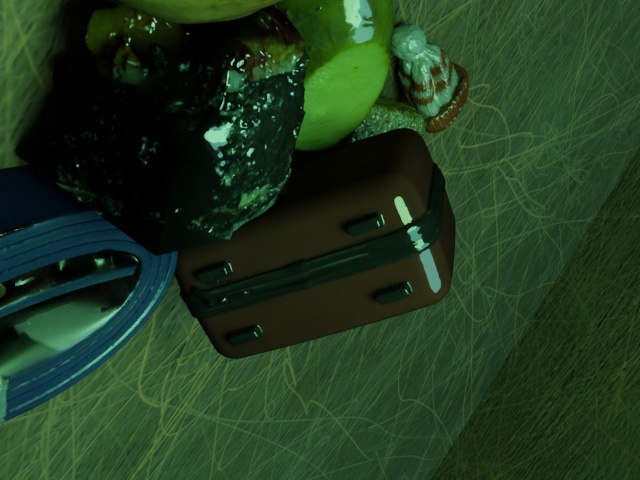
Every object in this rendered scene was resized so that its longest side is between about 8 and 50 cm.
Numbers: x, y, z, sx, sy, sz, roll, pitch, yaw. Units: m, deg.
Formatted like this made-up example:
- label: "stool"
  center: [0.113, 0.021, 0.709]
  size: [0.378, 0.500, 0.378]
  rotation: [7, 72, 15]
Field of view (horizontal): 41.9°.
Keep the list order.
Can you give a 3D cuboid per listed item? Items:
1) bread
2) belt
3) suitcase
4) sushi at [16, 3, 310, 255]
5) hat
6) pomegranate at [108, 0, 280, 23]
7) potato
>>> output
- label: "bread"
  center: [0.036, -0.091, 1.158]
  size: [0.184, 0.110, 0.234]
  rotation: [0, 116, -53]
- label: "belt"
  center: [-0.301, 0.052, 0.783]
  size: [0.347, 0.117, 0.212]
  rotation: [-27, 138, -44]
- label: "suitcase"
  center: [0.000, 0.000, 0.953]
  size: [0.236, 0.297, 0.161]
  rotation: [-66, 135, -63]
- label: "sushi"
  center: [-0.116, -0.132, 0.778]
  size: [0.227, 0.215, 0.212]
  rotation: [-15, 130, -49]
- label: "hat"
  center: [0.148, -0.243, 1.196]
  size: [0.112, 0.093, 0.162]
  rotation: [-61, 147, -17]
- label: "pomegranate"
  center: [-0.096, -0.308, 0.577]
  size: [0.322, 0.322, 0.322]
  rotation: [-37, 145, -32]
- label: "potato"
  center: [0.005, -0.229, 0.905]
  size: [0.141, 0.176, 0.298]
  rotation: [-12, 131, -13]
